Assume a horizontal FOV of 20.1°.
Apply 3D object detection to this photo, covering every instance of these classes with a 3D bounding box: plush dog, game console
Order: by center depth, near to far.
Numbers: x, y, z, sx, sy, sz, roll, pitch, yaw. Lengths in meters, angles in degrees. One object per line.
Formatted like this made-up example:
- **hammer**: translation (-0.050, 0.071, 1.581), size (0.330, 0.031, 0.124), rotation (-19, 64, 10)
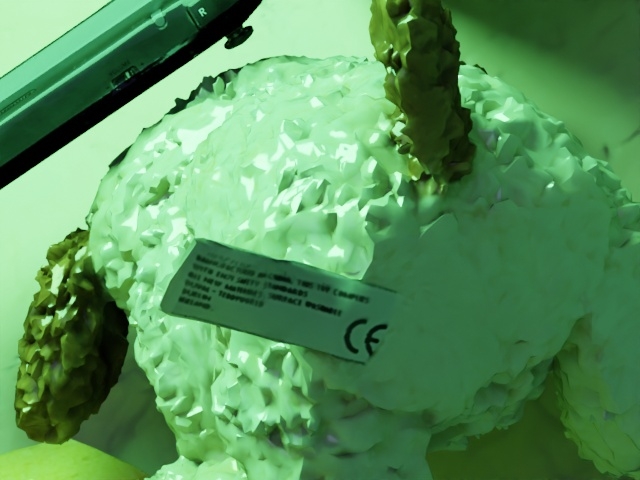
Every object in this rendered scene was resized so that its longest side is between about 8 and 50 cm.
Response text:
- **plush dog**: translation (0.000, 0.000, 0.627), size (0.262, 0.210, 0.225), rotation (-26, 23, -20)
- **game console**: translation (-0.040, -0.094, 0.701), size (0.361, 0.213, 0.044), rotation (-33, 96, 6)

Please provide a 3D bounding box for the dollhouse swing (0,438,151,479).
- **dollhouse swing**: translation (-0.178, 0.161, 0.519), size (0.305, 0.315, 0.347), rotation (-24, 53, -3)
